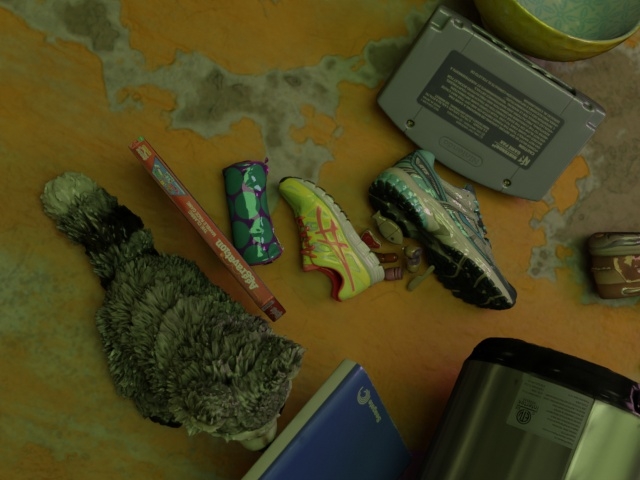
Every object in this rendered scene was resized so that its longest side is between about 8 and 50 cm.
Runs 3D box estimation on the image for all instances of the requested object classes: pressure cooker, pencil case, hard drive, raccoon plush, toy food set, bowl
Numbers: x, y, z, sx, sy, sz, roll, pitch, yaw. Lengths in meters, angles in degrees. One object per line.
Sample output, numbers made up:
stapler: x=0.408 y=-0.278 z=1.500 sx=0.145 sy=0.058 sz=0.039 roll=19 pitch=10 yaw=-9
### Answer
pressure cooker: x=0.285 y=0.374 z=1.522 sx=0.375 sy=0.370 sz=0.420 roll=27 pitch=79 yaw=-20
pencil case: x=-0.097 y=-0.039 z=1.677 sx=0.070 sy=0.064 sz=0.151 roll=-10 pitch=87 yaw=1
hard drive: x=-0.018 y=0.337 z=1.521 sx=0.318 sy=0.040 sz=0.210 roll=-47 pitch=131 yaw=-24
raccoon plush: x=-0.215 y=0.097 z=1.510 sx=0.446 sy=0.299 sz=0.216 roll=40 pitch=76 yaw=-7
toy food set: x=0.105 y=0.021 z=1.730 sx=0.122 sy=0.019 sz=0.078 roll=41 pitch=116 yaw=-3
bowl: x=0.329 y=-0.370 z=1.759 sx=0.289 sy=0.156 sz=0.289 roll=12 pitch=58 yaw=-20

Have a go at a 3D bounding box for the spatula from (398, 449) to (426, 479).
spatula: x=0.248 y=0.363 z=1.742 sx=0.296 sy=0.030 sz=0.084 roll=7 pitch=83 yaw=-14

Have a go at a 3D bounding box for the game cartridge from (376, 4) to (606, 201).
game cartridge: x=0.243 y=-0.191 z=1.733 sx=0.297 sy=0.062 sz=0.198 roll=31 pitch=121 yaw=-10

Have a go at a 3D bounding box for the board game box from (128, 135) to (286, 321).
board game box: x=-0.150 y=-0.013 z=1.581 sx=0.027 sy=0.145 sz=0.281 roll=-39 pitch=78 yaw=-4

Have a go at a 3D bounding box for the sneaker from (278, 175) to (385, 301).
sneaker: x=0.000 y=0.000 z=1.690 sx=0.094 sy=0.081 sz=0.208 roll=-40 pitch=95 yaw=-13

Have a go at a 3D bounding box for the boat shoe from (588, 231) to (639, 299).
boat shoe: x=0.569 y=0.045 z=1.823 sx=0.324 sy=0.123 sz=0.116 roll=0 pitch=91 yaw=-8

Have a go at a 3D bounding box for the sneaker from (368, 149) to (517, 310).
sneaker: x=0.208 y=-0.019 z=1.735 sx=0.283 sy=0.110 sz=0.122 roll=48 pitch=64 yaw=-10
